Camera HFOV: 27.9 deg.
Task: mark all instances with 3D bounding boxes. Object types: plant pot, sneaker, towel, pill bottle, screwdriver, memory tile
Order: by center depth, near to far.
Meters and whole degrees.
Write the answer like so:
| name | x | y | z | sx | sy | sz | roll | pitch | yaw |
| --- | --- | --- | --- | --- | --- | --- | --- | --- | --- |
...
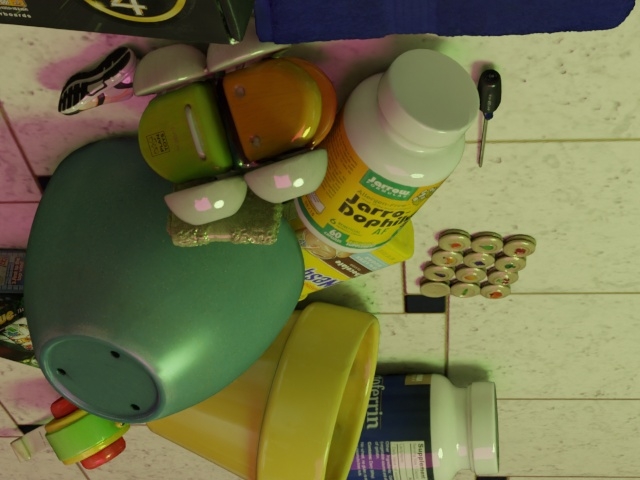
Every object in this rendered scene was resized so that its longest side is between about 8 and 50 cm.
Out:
| name | x | y | z | sx | sy | sz | roll | pitch | yaw |
| --- | --- | --- | --- | --- | --- | --- | --- | --- | --- |
| towel | 0.087 | -0.236 | 0.968 | 0.308 | 0.076 | 0.227 | 0 | 156 | 5 |
| sneaker | -0.198 | -0.138 | 1.185 | 0.109 | 0.040 | 0.044 | -20 | 145 | 35 |
| pill bottle | 0.062 | -0.082 | 1.186 | 0.118 | 0.117 | 0.208 | 13 | 149 | -18 |
| towel | -0.085 | -0.055 | 1.213 | 0.110 | 0.148 | 0.027 | -1 | 143 | 4 |
| screwdriver | 0.161 | -0.113 | 1.231 | 0.025 | 0.024 | 0.170 | -28 | 156 | -5 |
| plant pot | -0.183 | 0.069 | 1.303 | 0.290 | 0.195 | 0.290 | 13 | 138 | 12 |
| memory tile | 0.178 | 0.031 | 1.485 | 0.113 | 0.012 | 0.148 | 5 | 151 | -5 |
| plant pot | -0.074 | 0.185 | 1.563 | 0.239 | 0.254 | 0.254 | 13 | 152 | 11 |
| pill bottle | 0.107 | 0.258 | 1.749 | 0.265 | 0.153 | 0.153 | -3 | 150 | 8 |

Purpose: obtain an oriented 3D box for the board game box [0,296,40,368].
| name | x | y | z | sx | sy | sz | roll | pitch | yaw |
| --- | --- | --- | --- | --- | --- | --- | --- | --- | --- |
| board game box | -0.297 | 0.113 | 1.549 | 0.136 | 0.030 | 0.260 | -29 | 157 | 12 |

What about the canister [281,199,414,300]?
| name | x | y | z | sx | sy | sz | roll | pitch | yaw |
| --- | --- | --- | --- | --- | --- | --- | --- | --- | --- |
| canister | 0.000 | 0.000 | 1.383 | 0.170 | 0.073 | 0.126 | -20 | 143 | 32 |

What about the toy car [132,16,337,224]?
| name | x | y | z | sx | sy | sz | roll | pitch | yaw |
| --- | --- | --- | --- | --- | --- | --- | --- | --- | --- |
| toy car | -0.070 | -0.108 | 1.154 | 0.182 | 0.159 | 0.136 | -15 | -175 | 22 |

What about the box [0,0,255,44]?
| name | x | y | z | sx | sy | sz | roll | pitch | yaw |
| --- | --- | --- | --- | --- | --- | --- | --- | --- | --- |
| box | -0.254 | -0.272 | 0.828 | 0.395 | 0.097 | 0.318 | 8 | 150 | 14 |

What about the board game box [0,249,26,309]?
| name | x | y | z | sx | sy | sz | roll | pitch | yaw |
| --- | --- | --- | --- | --- | --- | --- | --- | --- | --- |
| board game box | -0.415 | 0.068 | 1.543 | 0.194 | 0.060 | 0.194 | 9 | 150 | -11 |

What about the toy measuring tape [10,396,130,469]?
| name | x | y | z | sx | sy | sz | roll | pitch | yaw |
| --- | --- | --- | --- | --- | --- | --- | --- | --- | --- |
| toy measuring tape | -0.375 | 0.285 | 1.861 | 0.330 | 0.121 | 0.121 | -25 | 141 | 38 |
